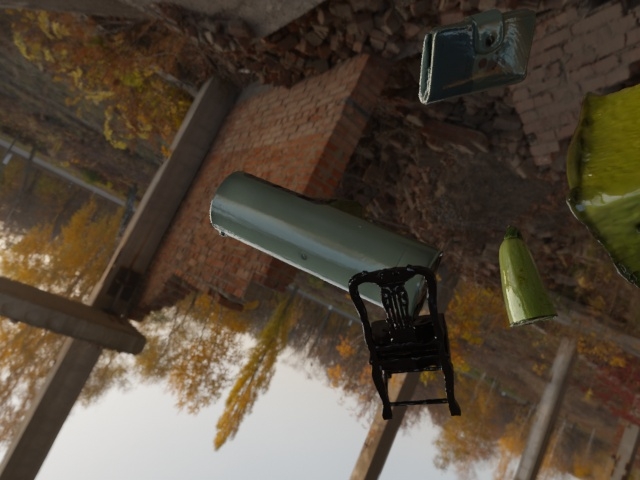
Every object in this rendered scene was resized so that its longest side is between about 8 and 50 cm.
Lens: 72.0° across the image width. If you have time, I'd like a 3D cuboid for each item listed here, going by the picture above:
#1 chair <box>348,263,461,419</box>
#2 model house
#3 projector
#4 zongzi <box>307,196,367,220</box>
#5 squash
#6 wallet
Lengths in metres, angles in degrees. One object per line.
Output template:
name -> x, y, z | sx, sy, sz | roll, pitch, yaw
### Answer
chair -> 0.111, 0.114, 0.572 | 0.106, 0.229, 0.113 | -9, -159, 13
model house -> 0.394, -0.085, 0.423 | 0.175, 0.193, 0.234 | 38, 149, -18
projector -> 0.000, 0.000, 0.643 | 0.338, 0.108, 0.108 | 23, 171, 20
zongzi -> -0.024, -0.061, 1.094 | 0.251, 0.125, 0.274 | -5, 168, 18
squash -> 0.422, 0.067, 0.927 | 0.095, 0.224, 0.094 | -4, 157, -2
wallet -> 0.483, -0.564, 1.346 | 0.252, 0.361, 0.083 | 83, 168, -45
